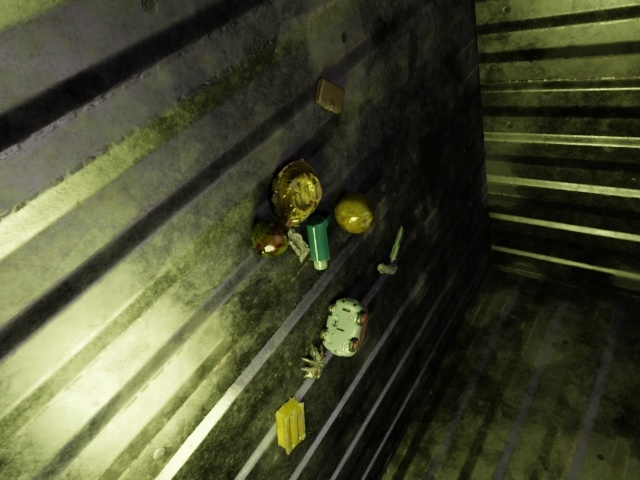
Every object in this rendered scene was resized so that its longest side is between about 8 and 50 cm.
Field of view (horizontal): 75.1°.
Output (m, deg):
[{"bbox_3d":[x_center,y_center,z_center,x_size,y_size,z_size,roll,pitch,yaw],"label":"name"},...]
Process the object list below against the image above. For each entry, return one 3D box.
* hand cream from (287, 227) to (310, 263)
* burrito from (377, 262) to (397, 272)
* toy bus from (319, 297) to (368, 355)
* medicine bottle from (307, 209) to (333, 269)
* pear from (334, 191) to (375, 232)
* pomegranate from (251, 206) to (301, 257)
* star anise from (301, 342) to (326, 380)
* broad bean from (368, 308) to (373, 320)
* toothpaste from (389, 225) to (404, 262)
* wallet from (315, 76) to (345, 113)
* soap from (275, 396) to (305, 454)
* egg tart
[{"bbox_3d":[-0.109,0.007,1.777,0.084,0.050,0.257,-62,143,-21],"label":"hand cream"},{"bbox_3d":[0.396,0.166,2.445,0.203,0.064,0.064,10,93,-53],"label":"burrito"},{"bbox_3d":[0.140,0.436,2.124,0.232,0.193,0.288,19,86,-64],"label":"toy bus"},{"bbox_3d":[0.000,0.000,1.881,0.124,0.079,0.259,-32,125,-45],"label":"medicine bottle"},{"bbox_3d":[0.171,-0.130,1.969,0.197,0.197,0.198,-20,116,-47],"label":"pear"},{"bbox_3d":[-0.164,-0.027,1.592,0.220,0.156,0.156,-33,130,-10],"label":"pomegranate"},{"bbox_3d":[-0.019,0.603,2.063,0.180,0.061,0.205,4,98,-52],"label":"star anise"},{"bbox_3d":[0.240,0.445,2.345,0.213,0.048,0.071,-31,123,-41],"label":"broad bean"},{"bbox_3d":[0.460,0.027,2.499,0.060,0.037,0.234,40,67,-53],"label":"toothpaste"},{"bbox_3d":[0.041,-0.612,1.771,0.152,0.038,0.118,11,91,-49],"label":"wallet"},{"bbox_3d":[-0.142,0.881,1.988,0.134,0.076,0.234,-27,122,-44],"label":"soap"},{"bbox_3d":[-0.082,-0.195,1.706,0.278,0.094,0.279,-22,119,-47],"label":"egg tart"}]
